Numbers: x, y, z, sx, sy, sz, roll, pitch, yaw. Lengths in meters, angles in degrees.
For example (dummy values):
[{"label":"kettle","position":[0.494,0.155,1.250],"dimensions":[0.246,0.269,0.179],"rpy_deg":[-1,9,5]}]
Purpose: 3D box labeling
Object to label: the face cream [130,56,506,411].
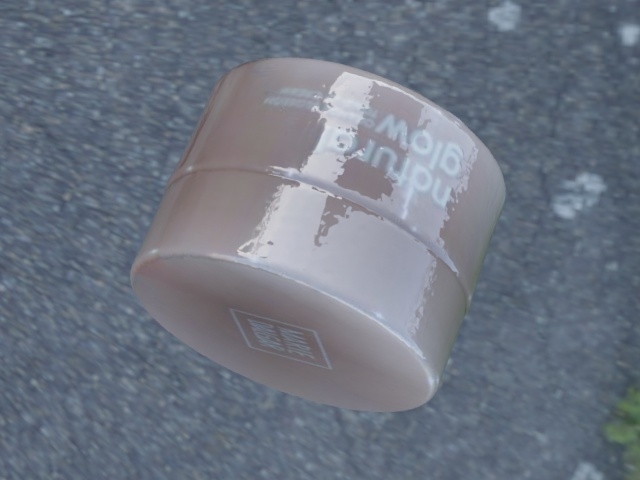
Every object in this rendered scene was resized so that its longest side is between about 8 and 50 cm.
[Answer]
[{"label":"face cream","position":[0.000,0.000,0.724],"dimensions":[0.149,0.149,0.104],"rpy_deg":[34,64,-26]}]
